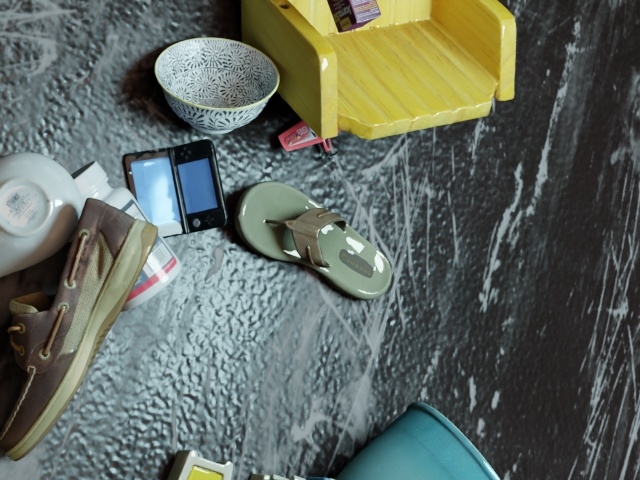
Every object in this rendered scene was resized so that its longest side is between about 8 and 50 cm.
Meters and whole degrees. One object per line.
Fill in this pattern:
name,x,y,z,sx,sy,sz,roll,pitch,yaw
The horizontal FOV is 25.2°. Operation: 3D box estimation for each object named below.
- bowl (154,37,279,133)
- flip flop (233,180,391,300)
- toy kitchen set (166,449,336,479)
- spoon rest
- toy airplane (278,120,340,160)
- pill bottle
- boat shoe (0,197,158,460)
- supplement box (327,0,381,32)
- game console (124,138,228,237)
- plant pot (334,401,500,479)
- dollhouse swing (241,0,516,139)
bowl,-0.144,-0.198,1.956,0.170,0.170,0.080,-20,138,-32
flip flop,0.000,0.000,2.036,0.277,0.080,0.112,32,69,-25
toy kitchen set,-0.093,0.353,1.862,0.166,0.207,0.122,23,72,-27
spoon rest,-0.414,0.008,1.761,0.137,0.084,0.276,45,75,-6
toy airplane,-0.016,-0.186,2.080,0.151,0.028,0.151,5,81,-32
pill bottle,-0.272,-0.008,1.855,0.108,0.108,0.180,-42,105,-28
boat shoe,-0.329,0.106,1.767,0.123,0.123,0.342,29,98,-9
supplement box,0.038,-0.323,1.884,0.043,0.055,0.083,-21,91,-30
game console,-0.194,-0.068,1.934,0.071,0.107,0.122,-12,91,-60
plant pot,0.110,0.406,1.962,0.255,0.271,0.272,-35,103,-15
dollhouse swing,0.102,-0.368,1.997,0.346,0.315,0.305,-13,136,-32
